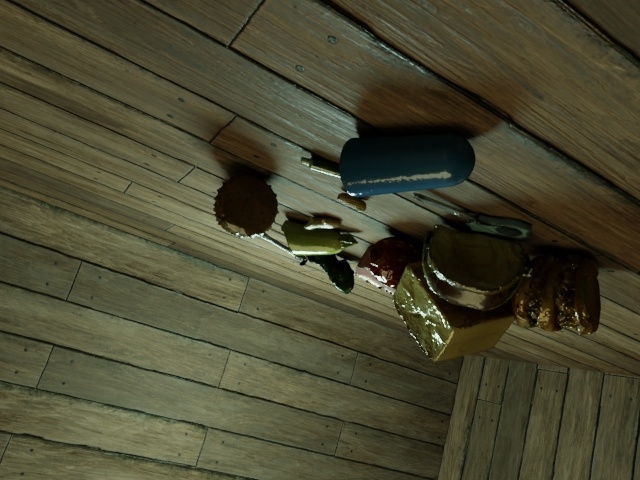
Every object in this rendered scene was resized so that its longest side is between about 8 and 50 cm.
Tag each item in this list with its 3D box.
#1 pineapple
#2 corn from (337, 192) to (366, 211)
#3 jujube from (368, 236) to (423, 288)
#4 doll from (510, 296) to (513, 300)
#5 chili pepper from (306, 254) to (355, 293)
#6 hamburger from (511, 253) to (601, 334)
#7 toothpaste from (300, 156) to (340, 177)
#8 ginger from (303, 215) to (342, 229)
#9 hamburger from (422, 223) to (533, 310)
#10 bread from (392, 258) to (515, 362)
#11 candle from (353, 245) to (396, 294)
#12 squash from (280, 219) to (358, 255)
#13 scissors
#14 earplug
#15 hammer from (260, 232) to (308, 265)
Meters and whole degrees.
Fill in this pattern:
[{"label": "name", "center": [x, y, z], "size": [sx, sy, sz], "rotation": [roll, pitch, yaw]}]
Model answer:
[{"label": "pineapple", "center": [-0.255, -0.099, 1.706], "size": [0.202, 0.202, 0.362], "rotation": [20, 172, -16]}, {"label": "corn", "center": [0.093, -0.113, 1.555], "size": [0.092, 0.037, 0.037], "rotation": [21, 165, -23]}, {"label": "jujube", "center": [0.277, 0.084, 1.823], "size": [0.250, 0.174, 0.174], "rotation": [28, 161, -38]}, {"label": "doll", "center": [0.712, 0.225, 1.984], "size": [0.257, 0.117, 0.182], "rotation": [22, 166, -21]}, {"label": "chili pepper", "center": [0.064, 0.121, 2.280], "size": [0.264, 0.116, 0.148], "rotation": [45, -178, -17]}, {"label": "hamburger", "center": [0.679, 0.154, 1.522], "size": [0.211, 0.245, 0.260], "rotation": [8, -156, 39]}, {"label": "toothpaste", "center": [0.046, -0.178, 1.377], "size": [0.204, 0.031, 0.049], "rotation": [17, 167, -9]}, {"label": "ginger", "center": [0.004, -0.062, 1.843], "size": [0.137, 0.044, 0.057], "rotation": [0, 130, 32]}, {"label": "hamburger", "center": [0.429, 0.086, 1.505], "size": [0.308, 0.211, 0.132], "rotation": [16, 167, 19]}, {"label": "bread", "center": [0.415, 0.203, 1.672], "size": [0.279, 0.279, 0.207], "rotation": [-5, 137, -25]}, {"label": "candle", "center": [0.265, 0.126, 2.105], "size": [0.317, 0.131, 0.287], "rotation": [38, 163, -33]}, {"label": "squash", "center": [-0.001, 0.013, 1.963], "size": [0.287, 0.137, 0.137], "rotation": [11, 165, 13]}, {"label": "scissors", "center": [0.395, -0.059, 1.429], "size": [0.360, 0.029, 0.191], "rotation": [18, 168, -19]}, {"label": "earplug", "center": [0.187, -0.160, 1.111], "size": [0.273, 0.132, 0.132], "rotation": [1, 160, 36]}, {"label": "hammer", "center": [-0.220, -0.011, 2.220], "size": [0.427, 0.044, 0.152], "rotation": [32, -173, -30]}]
